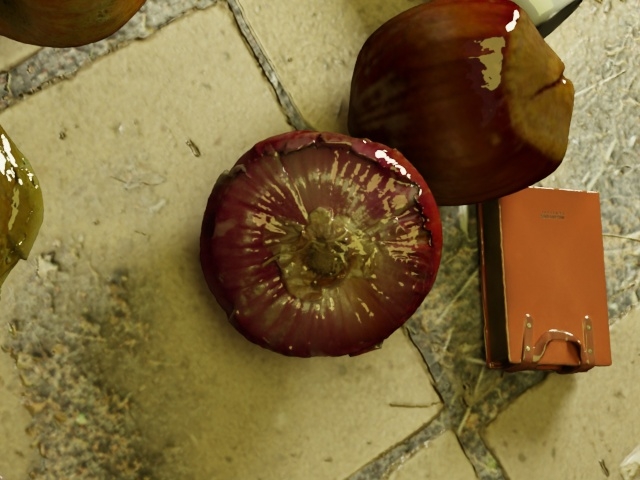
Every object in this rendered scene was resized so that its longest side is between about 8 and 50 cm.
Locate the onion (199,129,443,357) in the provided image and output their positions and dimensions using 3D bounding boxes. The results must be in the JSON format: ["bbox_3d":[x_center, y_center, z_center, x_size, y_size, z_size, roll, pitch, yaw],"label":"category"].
[{"bbox_3d":[0.000,0.000,1.881,0.230,0.163,0.230,0,100,0],"label":"onion"}]

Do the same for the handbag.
[{"bbox_3d":[0.230,0.042,2.034,0.127,0.063,0.190,4,77,-26],"label":"handbag"}]

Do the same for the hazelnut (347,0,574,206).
[{"bbox_3d":[0.136,-0.137,1.952,0.181,0.181,0.212,-35,116,-39],"label":"hazelnut"}]

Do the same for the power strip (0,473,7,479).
[{"bbox_3d":[-0.329,0.264,1.705,0.154,0.078,0.154,3,83,-26],"label":"power strip"}]

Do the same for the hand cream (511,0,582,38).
[{"bbox_3d":[0.128,-0.354,2.031,0.185,0.118,0.358,-35,90,-24],"label":"hand cream"}]

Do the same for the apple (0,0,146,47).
[{"bbox_3d":[-0.255,-0.330,1.731,0.309,0.277,0.250,47,61,-26],"label":"apple"}]

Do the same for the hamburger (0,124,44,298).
[{"bbox_3d":[-0.382,-0.032,1.697,0.285,0.134,0.265,49,63,-9],"label":"hamburger"}]
